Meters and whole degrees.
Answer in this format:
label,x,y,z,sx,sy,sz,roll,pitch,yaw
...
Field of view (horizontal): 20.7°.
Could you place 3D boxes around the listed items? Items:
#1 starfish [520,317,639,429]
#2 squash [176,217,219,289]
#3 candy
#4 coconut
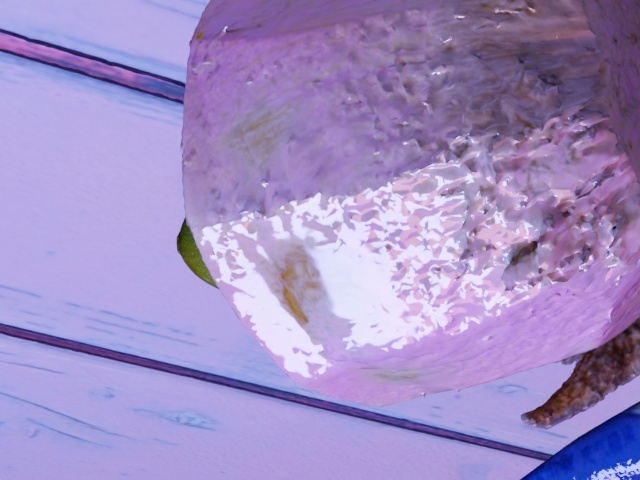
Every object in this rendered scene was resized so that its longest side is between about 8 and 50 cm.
label,x,y,z,sx,sy,sz,roll,pitch,yaw
starfish,0.221,0.035,1.041,0.293,0.084,0.301,-16,170,-26
squash,0.000,0.000,1.074,0.188,0.095,0.095,0,153,11
candy,0.235,0.113,1.045,0.187,0.077,0.331,-1,154,-46
coconut,0.046,-0.044,0.819,0.245,0.233,0.233,-16,146,29
